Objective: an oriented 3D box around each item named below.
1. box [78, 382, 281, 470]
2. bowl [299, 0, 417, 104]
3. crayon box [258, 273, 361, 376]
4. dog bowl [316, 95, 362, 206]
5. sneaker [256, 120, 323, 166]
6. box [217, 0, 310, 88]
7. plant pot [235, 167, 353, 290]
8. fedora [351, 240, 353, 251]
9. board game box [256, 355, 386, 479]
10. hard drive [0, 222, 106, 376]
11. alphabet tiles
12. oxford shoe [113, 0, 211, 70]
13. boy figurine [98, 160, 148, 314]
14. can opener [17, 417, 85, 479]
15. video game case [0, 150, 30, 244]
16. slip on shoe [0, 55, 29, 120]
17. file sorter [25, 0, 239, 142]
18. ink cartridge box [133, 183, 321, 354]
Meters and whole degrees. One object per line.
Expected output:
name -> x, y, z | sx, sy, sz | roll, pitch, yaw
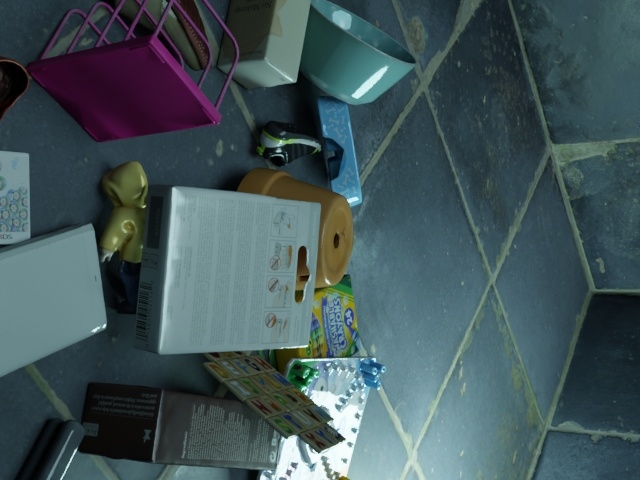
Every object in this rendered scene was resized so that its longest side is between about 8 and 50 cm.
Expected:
box -> -0.259, 0.365, 1.816 | 0.381, 0.191, 0.143 | 21, 71, -55
bowl -> 0.063, -0.443, 2.269 | 0.311, 0.311, 0.163 | 0, 127, -57
crayon box -> -0.025, 0.222, 2.266 | 0.323, 0.083, 0.203 | -25, 109, -53
dog bowl -> 0.048, -0.218, 2.325 | 0.166, 0.074, 0.297 | -98, 179, -78
sneaker -> -0.083, -0.223, 2.221 | 0.234, 0.084, 0.097 | 5, 118, -60
box -> -0.116, -0.508, 2.095 | 0.121, 0.148, 0.311 | 30, 64, -51
plant pot -> -0.055, -0.010, 2.062 | 0.291, 0.203, 0.291 | 6, 90, -69
fedora -> 0.000, 0.000, 2.300 | 0.194, 0.079, 0.194 | -14, 110, -45
board game box -> 0.003, 0.474, 2.244 | 0.390, 0.050, 0.390 | 10, 96, -57
hard drive -> -0.495, 0.104, 1.584 | 0.307, 0.040, 0.203 | -26, 116, -55
alphabet tiles -> -0.102, 0.316, 1.936 | 0.011, 0.342, 0.285 | -55, 162, 8
oxford shoe -> -0.326, -0.460, 1.810 | 0.123, 0.130, 0.348 | -98, 162, -52
boy figurine -> -0.356, -0.004, 1.766 | 0.177, 0.092, 0.285 | -23, 107, -54
can opener -> -0.496, 0.415, 1.557 | 0.095, 0.076, 0.283 | 55, 45, -41
video game case -> -0.543, -0.071, 1.549 | 0.143, 0.019, 0.157 | -1, 90, -57
slip on shoe -> -0.573, -0.187, 1.434 | 0.331, 0.101, 0.123 | -54, 133, -41
file sorter -> -0.319, -0.320, 1.654 | 0.202, 0.290, 0.182 | 51, 46, -43
ink cartridge box -> -0.172, 0.059, 1.826 | 0.385, 0.091, 0.308 | 4, 92, -45
